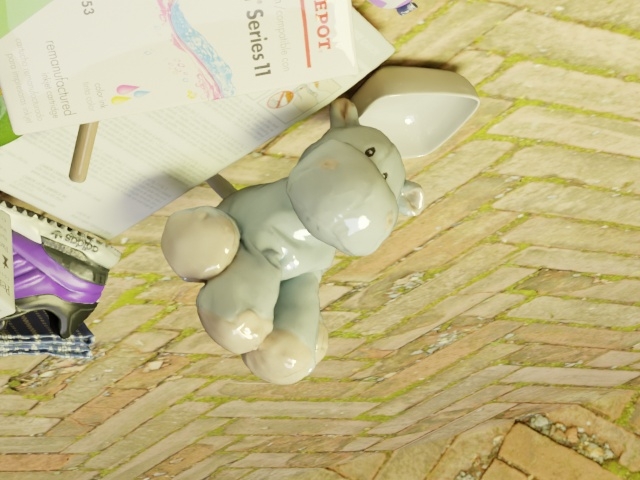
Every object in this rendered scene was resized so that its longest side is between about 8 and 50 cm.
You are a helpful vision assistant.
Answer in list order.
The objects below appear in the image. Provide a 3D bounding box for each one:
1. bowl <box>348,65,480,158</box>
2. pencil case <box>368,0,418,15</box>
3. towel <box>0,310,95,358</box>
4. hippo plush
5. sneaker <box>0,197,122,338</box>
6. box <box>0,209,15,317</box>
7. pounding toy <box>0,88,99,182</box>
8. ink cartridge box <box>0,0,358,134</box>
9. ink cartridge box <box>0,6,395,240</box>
[{"bbox_3d":[0.089,-0.145,1.795,0.142,0.053,0.142,1,154,-29],"label":"bowl"},{"bbox_3d":[0.013,-0.267,1.428,0.088,0.086,0.206,-16,158,33],"label":"pencil case"},{"bbox_3d":[-0.444,0.075,1.817,0.336,0.243,0.040,1,113,-31],"label":"towel"},{"bbox_3d":[0.000,0.000,1.731,0.236,0.234,0.294,-30,-171,16],"label":"hippo plush"},{"bbox_3d":[-0.361,0.023,1.709,0.293,0.146,0.102,23,178,-23],"label":"sneaker"},{"bbox_3d":[-0.414,0.015,1.552,0.182,0.119,0.181,-21,146,18],"label":"box"},{"bbox_3d":[-0.292,-0.128,1.412,0.236,0.110,0.183,17,120,-14],"label":"pounding toy"},{"bbox_3d":[-0.087,-0.221,1.267,0.353,0.119,0.207,-11,135,-4],"label":"ink cartridge box"},{"bbox_3d":[-0.156,-0.165,1.605,0.385,0.091,0.308,-33,152,14],"label":"ink cartridge box"}]
